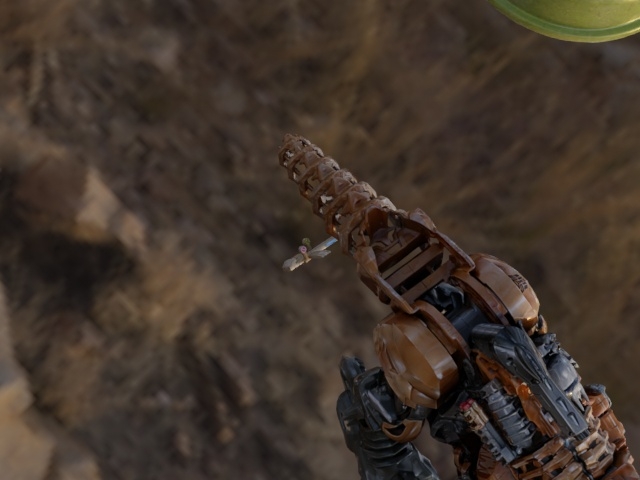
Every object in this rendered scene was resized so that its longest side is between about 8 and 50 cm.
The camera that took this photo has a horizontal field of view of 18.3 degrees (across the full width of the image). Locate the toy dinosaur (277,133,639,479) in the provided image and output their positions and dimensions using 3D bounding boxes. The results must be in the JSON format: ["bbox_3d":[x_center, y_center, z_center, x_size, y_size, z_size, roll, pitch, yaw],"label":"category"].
[{"bbox_3d":[0.093,0.067,1.172,0.218,0.164,0.322,99,-26,-72],"label":"toy dinosaur"}]

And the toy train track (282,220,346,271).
[{"bbox_3d":[0.000,0.000,1.597,0.083,0.048,0.014,-33,104,-35],"label":"toy train track"}]

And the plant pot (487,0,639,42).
[{"bbox_3d":[0.291,-0.384,2.031,0.276,0.254,0.276,4,66,-9],"label":"plant pot"}]
